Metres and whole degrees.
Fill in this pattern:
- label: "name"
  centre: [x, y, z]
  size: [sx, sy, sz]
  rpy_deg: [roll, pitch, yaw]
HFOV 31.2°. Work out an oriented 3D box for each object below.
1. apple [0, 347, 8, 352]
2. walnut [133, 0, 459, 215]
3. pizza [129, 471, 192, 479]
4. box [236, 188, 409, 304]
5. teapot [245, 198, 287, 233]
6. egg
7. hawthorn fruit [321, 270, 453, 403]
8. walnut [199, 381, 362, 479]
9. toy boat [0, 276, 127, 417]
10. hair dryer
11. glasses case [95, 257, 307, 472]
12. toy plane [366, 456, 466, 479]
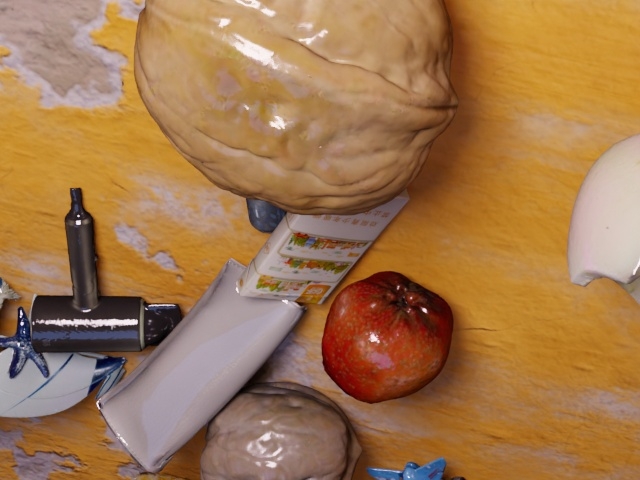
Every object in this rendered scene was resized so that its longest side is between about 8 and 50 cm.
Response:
- label: "apple"
  centre: [-0.492, 0.190, 1.643]
  size: [0.099, 0.114, 0.102]
  rpy_deg: [-3, 148, -30]
- label: "walnut"
  centre: [-0.019, -0.171, 1.087]
  size: [0.313, 0.277, 0.252]
  rpy_deg: [17, 165, -8]
- label: "pizza"
  centre: [-0.184, 0.432, 1.829]
  size: [0.271, 0.056, 0.134]
  rpy_deg: [26, 141, -11]
- label: "box"
  centre: [0.000, 0.001, 1.368]
  size: [0.122, 0.032, 0.220]
  rpy_deg: [8, 139, -31]
- label: "teapot"
  centre: [-0.067, -0.055, 1.359]
  size: [0.049, 0.063, 0.083]
  rpy_deg: [-21, 132, -16]
- label: "egg"
  centre: [0.360, -0.025, 1.197]
  size: [0.271, 0.162, 0.206]
  rpy_deg: [17, 108, -48]
- label: "hawthorn fruit"
  centre: [0.074, 0.132, 1.417]
  size: [0.157, 0.157, 0.194]
  rpy_deg: [22, 137, -6]
- label: "walnut"
  centre: [-0.054, 0.294, 1.573]
  size: [0.224, 0.224, 0.224]
  rpy_deg: [7, 133, 8]
- label: "toy boat"
  centre: [-0.412, 0.149, 1.578]
  size: [0.292, 0.070, 0.210]
  rpy_deg: [-11, 104, -27]
- label: "hair dryer"
  centre: [-0.282, 0.040, 1.487]
  size: [0.196, 0.078, 0.248]
  rpy_deg: [-1, 123, -2]
- label: "glasses case"
  centre: [-0.158, 0.159, 1.508]
  size: [0.128, 0.083, 0.308]
  rpy_deg: [43, 99, -3]
- label: "toy plane"
  centre: [0.176, 0.417, 1.691]
  size: [0.254, 0.105, 0.271]
  rpy_deg: [-13, 129, 26]
